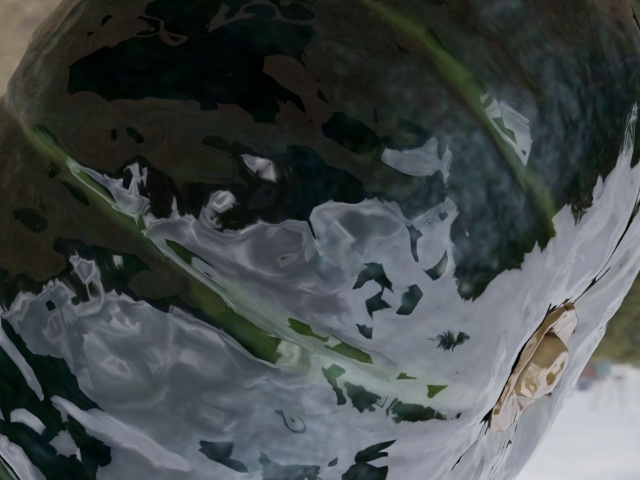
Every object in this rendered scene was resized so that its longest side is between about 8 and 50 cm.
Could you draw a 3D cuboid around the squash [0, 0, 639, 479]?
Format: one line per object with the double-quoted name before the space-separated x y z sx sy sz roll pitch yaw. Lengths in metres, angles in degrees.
"squash" 0.000 0.000 0.470 0.165 0.252 0.252 34 -171 20
